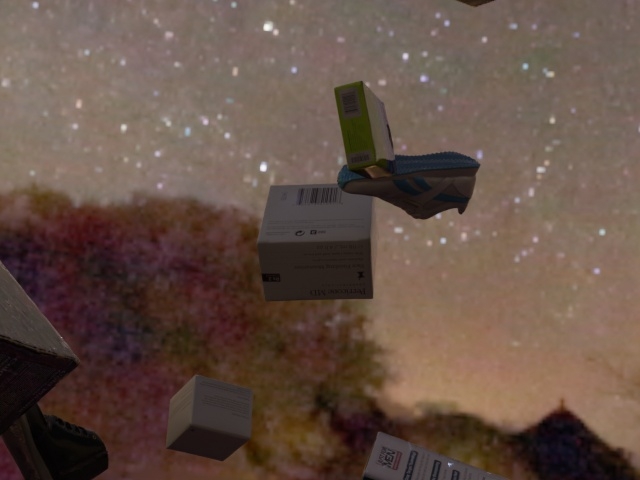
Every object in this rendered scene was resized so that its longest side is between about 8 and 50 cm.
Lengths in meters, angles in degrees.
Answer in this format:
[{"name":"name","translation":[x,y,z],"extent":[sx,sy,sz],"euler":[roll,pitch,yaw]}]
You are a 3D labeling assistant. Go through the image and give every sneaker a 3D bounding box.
[{"name":"sneaker","translation":[-0.405,0.281,1.676],"extent":[0.083,0.222,0.118],"euler":[3,27,44]},{"name":"sneaker","translation":[0.133,-0.079,1.690],"extent":[0.228,0.092,0.087],"euler":[-2,26,-21]}]

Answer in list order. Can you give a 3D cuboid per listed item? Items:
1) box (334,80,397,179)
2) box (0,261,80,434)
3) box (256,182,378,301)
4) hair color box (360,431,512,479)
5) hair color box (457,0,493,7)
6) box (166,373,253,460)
[{"name":"box","translation":[0.061,-0.140,1.465],"extent":[0.042,0.109,0.178],"euler":[-11,-4,11]},{"name":"box","translation":[-0.470,0.049,1.199],"extent":[0.343,0.179,0.312],"euler":[48,-2,14]},{"name":"box","translation":[0.000,0.000,1.816],"extent":[0.181,0.182,0.119],"euler":[-2,-57,6]},{"name":"hair color box","translation":[0.234,0.462,1.908],"extent":[0.347,0.105,0.174],"euler":[20,18,6]},{"name":"hair color box","translation":[0.156,-0.347,1.152],"extent":[0.185,0.114,0.374],"euler":[-15,-5,30]},{"name":"box","translation":[-0.169,0.272,1.709],"extent":[0.101,0.087,0.102],"euler":[18,-39,-24]}]
